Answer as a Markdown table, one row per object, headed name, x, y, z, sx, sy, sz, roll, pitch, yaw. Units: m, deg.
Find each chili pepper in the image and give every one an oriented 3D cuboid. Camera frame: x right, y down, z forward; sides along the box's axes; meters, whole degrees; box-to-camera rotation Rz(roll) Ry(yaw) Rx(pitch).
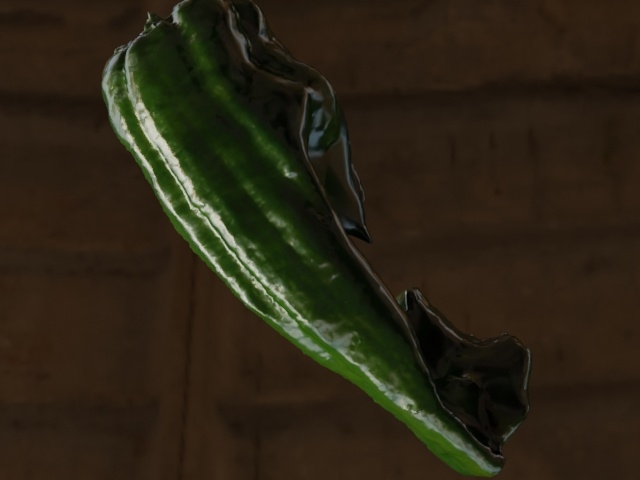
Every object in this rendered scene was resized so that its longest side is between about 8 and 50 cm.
| name | x | y | z | sx | sy | sz | roll | pitch | yaw |
| --- | --- | --- | --- | --- | --- | --- | --- | --- | --- |
| chili pepper | 0.001 | -0.001 | 0.821 | 0.253 | 0.083 | 0.099 | 51 | -141 | -6 |
